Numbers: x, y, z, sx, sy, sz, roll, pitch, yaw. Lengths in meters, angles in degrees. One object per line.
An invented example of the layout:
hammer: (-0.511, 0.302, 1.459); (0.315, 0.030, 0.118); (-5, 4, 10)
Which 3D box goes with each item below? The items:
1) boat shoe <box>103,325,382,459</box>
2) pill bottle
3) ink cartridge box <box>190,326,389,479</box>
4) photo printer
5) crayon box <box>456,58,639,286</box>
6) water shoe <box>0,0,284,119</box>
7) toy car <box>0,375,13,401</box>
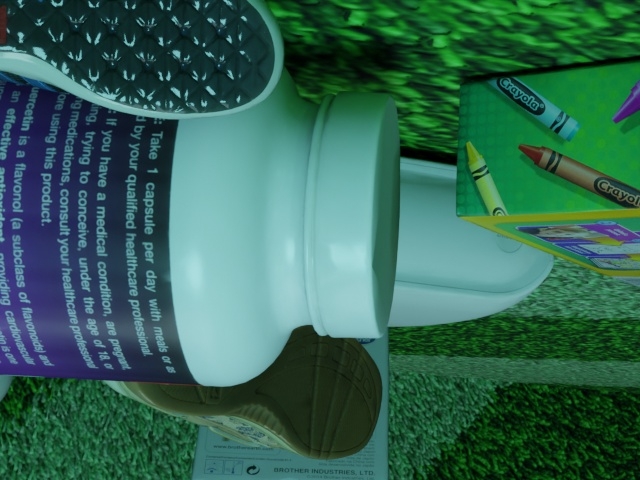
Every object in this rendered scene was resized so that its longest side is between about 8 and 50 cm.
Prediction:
boat shoe: (-0.059, 0.098, 1.017); (0.089, 0.104, 0.285); (4, 164, 42)
pill bottle: (-0.125, -0.017, 0.701); (0.323, 0.181, 0.181); (3, 171, 10)
ink cartridge box: (-0.023, 0.143, 1.370); (0.186, 0.311, 0.065); (2, 135, 1)
photo printer: (0.000, 0.000, 0.992); (0.308, 0.107, 0.256); (8, 170, -22)
crayon box: (0.217, -0.030, 0.796); (0.165, 0.081, 0.278); (-3, 169, 34)
water shoe: (-0.116, -0.102, 0.590); (0.203, 0.073, 0.080); (9, -168, -8)
toy car: (-0.351, 0.081, 1.230); (0.210, 0.238, 0.219); (-2, 169, 33)
